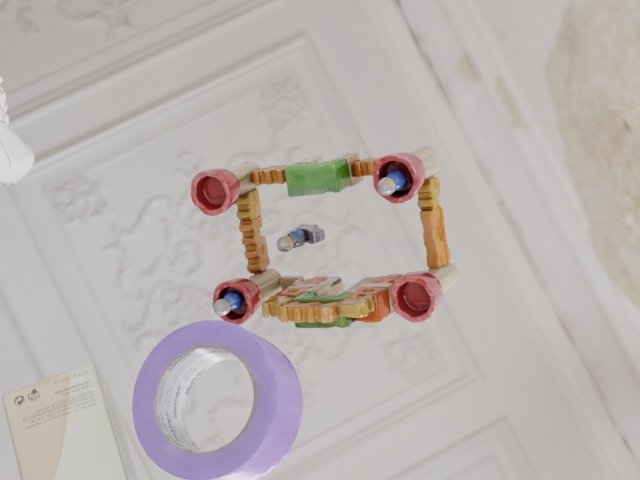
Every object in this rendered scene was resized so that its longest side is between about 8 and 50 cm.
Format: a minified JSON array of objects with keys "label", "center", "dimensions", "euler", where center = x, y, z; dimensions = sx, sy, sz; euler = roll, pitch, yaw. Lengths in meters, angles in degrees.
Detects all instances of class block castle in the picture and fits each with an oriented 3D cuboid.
[{"label":"block castle","center":[0.000,0.000,2.263],"dimensions":[0.213,0.453,0.303],"euler":[-30,114,-59]}]

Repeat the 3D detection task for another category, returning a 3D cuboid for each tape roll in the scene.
[{"label":"tape roll","center":[-0.121,0.193,1.500],"dimensions":[0.189,0.189,0.080],"euler":[59,8,24]}]

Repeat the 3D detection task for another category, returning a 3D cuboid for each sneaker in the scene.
[{"label":"sneaker","center":[-0.431,-0.161,1.563],"dimensions":[0.111,0.129,0.297],"euler":[32,-6,24]}]

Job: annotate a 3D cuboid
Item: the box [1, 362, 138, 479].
[{"label":"box","center":[-0.270,0.319,1.494],"dimensions":[0.148,0.121,0.311],"euler":[80,-12,-53]}]
